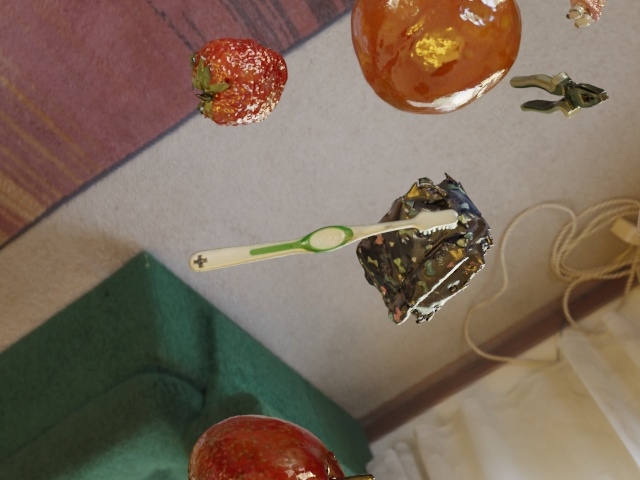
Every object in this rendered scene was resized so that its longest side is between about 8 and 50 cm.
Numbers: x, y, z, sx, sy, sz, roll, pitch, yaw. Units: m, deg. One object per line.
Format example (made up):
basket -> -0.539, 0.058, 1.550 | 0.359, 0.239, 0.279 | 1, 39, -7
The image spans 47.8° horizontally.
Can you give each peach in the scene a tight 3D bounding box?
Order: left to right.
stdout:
peach -> 0.228, -0.427, 1.434 | 0.342, 0.343, 0.302 | -12, 172, -9

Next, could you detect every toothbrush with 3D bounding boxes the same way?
toothbrush -> 0.000, -0.001, 0.796 | 0.303, 0.030, 0.030 | -9, 134, 7

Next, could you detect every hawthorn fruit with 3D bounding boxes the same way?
hawthorn fruit -> -0.075, 0.457, 1.338 | 0.368, 0.285, 0.285 | -15, 137, 22

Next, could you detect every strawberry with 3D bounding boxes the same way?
strawberry -> -0.115, -0.234, 1.062 | 0.148, 0.131, 0.131 | -8, 132, -11

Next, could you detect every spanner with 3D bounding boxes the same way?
spanner -> 0.492, -0.304, 1.502 | 0.040, 0.325, 0.096 | -32, 108, -5

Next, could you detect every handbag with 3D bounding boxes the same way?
handbag -> 0.161, 0.019, 1.124 | 0.113, 0.162, 0.260 | -8, 149, -35

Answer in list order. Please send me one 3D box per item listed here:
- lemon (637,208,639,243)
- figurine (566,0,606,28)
lemon -> 0.406, -0.022, 0.748 | 0.142, 0.142, 0.187 | -30, 154, 7
figurine -> 0.441, -0.406, 1.170 | 0.072, 0.054, 0.129 | 39, 82, -12
